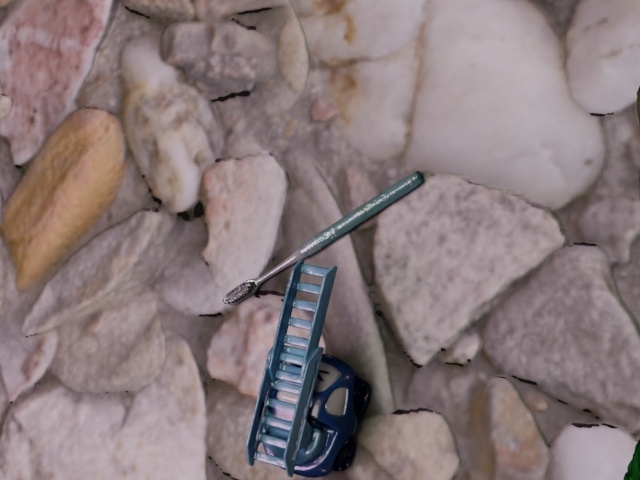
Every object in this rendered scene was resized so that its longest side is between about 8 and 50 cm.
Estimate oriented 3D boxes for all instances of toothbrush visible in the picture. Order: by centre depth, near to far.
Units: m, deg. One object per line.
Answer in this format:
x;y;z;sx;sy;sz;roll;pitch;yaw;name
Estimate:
0.000;0.000;1.008;0.167;0.014;0.011;-33;84;17;toothbrush

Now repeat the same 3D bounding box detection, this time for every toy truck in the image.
-0.006;0.085;0.959;0.063;0.074;0.136;9;83;28;toy truck

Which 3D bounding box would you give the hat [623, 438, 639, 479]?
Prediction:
0.326;0.184;0.707;0.332;0.242;0.274;-1;40;-6;hat

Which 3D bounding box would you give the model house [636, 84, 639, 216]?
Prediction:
0.296;-0.011;0.734;0.268;0.239;0.173;-80;15;-45;model house
